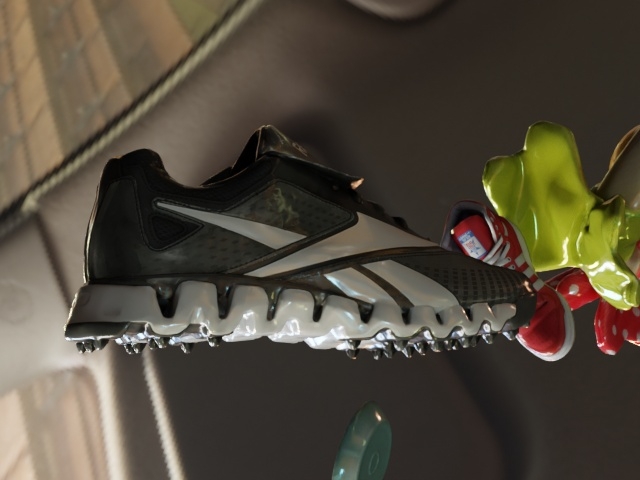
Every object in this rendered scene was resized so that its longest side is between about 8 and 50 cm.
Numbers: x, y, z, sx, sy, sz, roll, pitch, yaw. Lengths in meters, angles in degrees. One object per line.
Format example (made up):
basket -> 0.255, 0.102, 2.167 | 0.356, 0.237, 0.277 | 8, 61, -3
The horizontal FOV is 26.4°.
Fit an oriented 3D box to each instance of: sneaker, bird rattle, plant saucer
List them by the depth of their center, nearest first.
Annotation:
sneaker -> 0.000, 0.000, 0.630 | 0.078, 0.234, 0.106 | 163, -72, -64
sneaker -> 0.117, 0.023, 0.878 | 0.042, 0.067, 0.118 | -40, -130, 18
bird rattle -> 0.240, -0.017, 0.993 | 0.143, 0.253, 0.207 | 42, -82, 32
plant saucer -> 0.046, 0.222, 1.377 | 0.021, 0.119, 0.119 | 14, -106, 23
